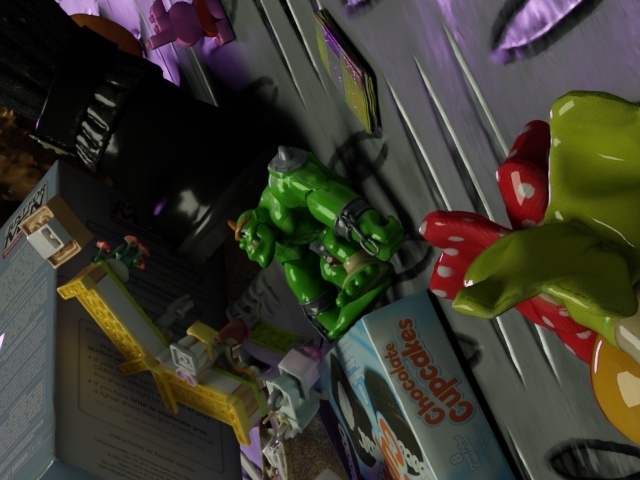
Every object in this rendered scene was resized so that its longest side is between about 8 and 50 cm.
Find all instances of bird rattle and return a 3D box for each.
[{"bbox_3d":[0.134,0.042,0.901,0.207,0.143,0.253,48,169,5],"label":"bird rattle"}]

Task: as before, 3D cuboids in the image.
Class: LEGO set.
[{"bbox_3d":[-0.105,0.055,1.584,0.287,0.107,0.132,35,148,19],"label":"LEGO set"},{"bbox_3d":[-0.153,-0.258,1.624,0.227,0.093,0.087,67,168,-1],"label":"LEGO set"}]

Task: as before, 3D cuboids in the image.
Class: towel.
[{"bbox_3d":[0.018,-0.116,1.357,0.083,0.009,0.060,57,165,40],"label":"towel"}]

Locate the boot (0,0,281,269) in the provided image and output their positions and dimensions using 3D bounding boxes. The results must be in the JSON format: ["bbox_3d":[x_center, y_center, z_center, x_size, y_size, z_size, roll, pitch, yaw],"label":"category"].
[{"bbox_3d":[-0.181,-0.110,1.677,0.260,0.131,0.348,39,176,-17],"label":"boot"}]

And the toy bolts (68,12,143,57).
[{"bbox_3d":[-0.278,-0.233,2.199,0.228,0.218,0.158,75,-155,-54],"label":"toy bolts"}]

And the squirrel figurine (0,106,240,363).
[{"bbox_3d":[-0.224,0.020,1.984,0.281,0.371,0.397,-139,57,-66],"label":"squirrel figurine"}]

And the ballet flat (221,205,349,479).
[{"bbox_3d":[-0.063,0.125,1.909,0.348,0.123,0.123,70,168,-13],"label":"ballet flat"}]

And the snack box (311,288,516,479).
[{"bbox_3d":[0.068,0.159,1.534,0.187,0.060,0.322,64,168,8],"label":"snack box"}]

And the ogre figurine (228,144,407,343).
[{"bbox_3d":[0.000,0.000,1.470,0.118,0.097,0.197,47,178,12],"label":"ogre figurine"}]

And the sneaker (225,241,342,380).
[{"bbox_3d":[-0.032,0.060,1.703,0.094,0.091,0.258,60,167,27],"label":"sneaker"}]

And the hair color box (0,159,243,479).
[{"bbox_3d":[-0.179,0.116,1.703,0.185,0.113,0.374,27,-147,-26],"label":"hair color box"}]

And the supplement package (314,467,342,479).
[{"bbox_3d":[0.028,0.347,1.536,0.263,0.198,0.199,42,165,5],"label":"supplement package"}]
